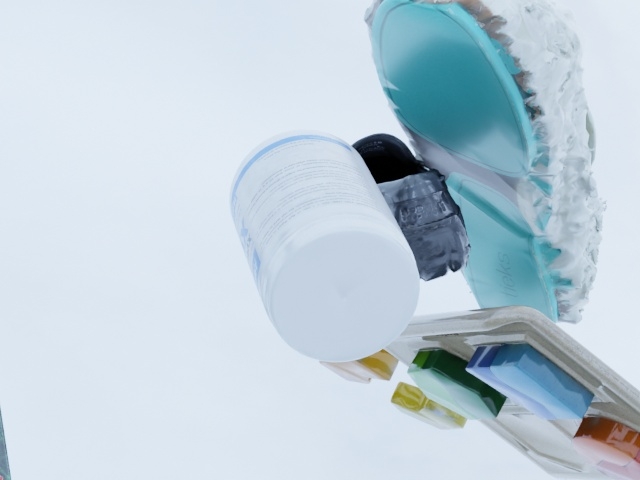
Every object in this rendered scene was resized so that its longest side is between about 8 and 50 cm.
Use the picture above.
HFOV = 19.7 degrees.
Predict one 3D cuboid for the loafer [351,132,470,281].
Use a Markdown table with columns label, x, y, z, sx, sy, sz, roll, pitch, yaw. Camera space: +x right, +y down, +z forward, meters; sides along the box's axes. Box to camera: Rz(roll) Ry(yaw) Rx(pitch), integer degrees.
| label | x | y | z | sx | sy | sz | roll | pitch | yaw |
| --- | --- | --- | --- | --- | --- | --- | --- | --- | --- |
| loafer | 0.043 | -0.035 | 1.220 | 0.076 | 0.223 | 0.078 | -16 | 107 | -9 |

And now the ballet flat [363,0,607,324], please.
| label | x | y | z | sx | sy | sz | roll | pitch | yaw |
| --- | --- | --- | --- | --- | --- | --- | --- | --- | --- |
| ballet flat | 0.128 | -0.086 | 1.259 | 0.147 | 0.409 | 0.147 | -6 | 58 | 9 |

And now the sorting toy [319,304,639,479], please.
| label | x | y | z | sx | sy | sz | roll | pitch | yaw |
| --- | --- | --- | --- | --- | --- | --- | --- | --- | --- |
| sorting toy | 0.125 | 0.118 | 1.273 | 0.229 | 0.307 | 0.041 | 33 | 71 | -20 |

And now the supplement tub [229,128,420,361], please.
| label | x | y | z | sx | sy | sz | roll | pitch | yaw |
| --- | --- | --- | --- | --- | --- | --- | --- | --- | --- |
| supplement tub | 0.000 | 0.000 | 0.841 | 0.071 | 0.107 | 0.071 | -5 | 118 | -10 |

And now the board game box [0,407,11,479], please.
| label | x | y | z | sx | sy | sz | roll | pitch | yaw |
| --- | --- | --- | --- | --- | --- | --- | --- | --- | --- |
| board game box | -0.202 | 0.101 | 1.051 | 0.030 | 0.136 | 0.259 | -4 | 63 | -19 |
